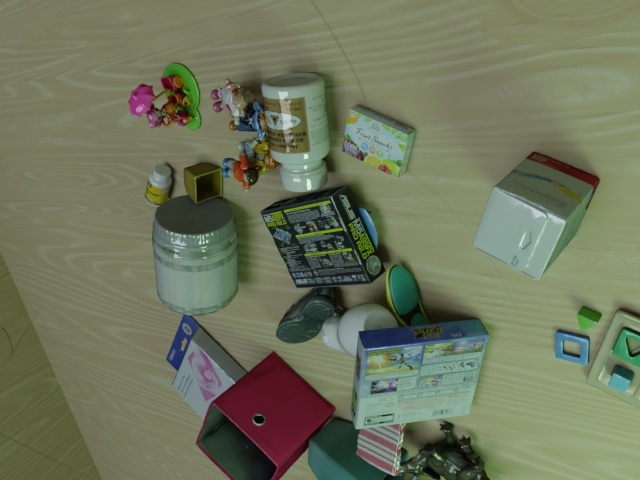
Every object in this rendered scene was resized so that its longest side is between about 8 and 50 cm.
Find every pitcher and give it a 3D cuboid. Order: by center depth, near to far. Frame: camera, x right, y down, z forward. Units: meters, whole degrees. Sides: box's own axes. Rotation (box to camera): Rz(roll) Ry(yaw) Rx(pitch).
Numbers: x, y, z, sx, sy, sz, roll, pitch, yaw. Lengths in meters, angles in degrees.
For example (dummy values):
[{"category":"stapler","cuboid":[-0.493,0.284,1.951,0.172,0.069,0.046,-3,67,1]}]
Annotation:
[{"category":"pitcher","cuboid":[0.116,0.218,1.455,0.178,0.125,0.207,20,161,-15]}]

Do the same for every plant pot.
[{"category":"plant pot","cuboid":[-0.313,-0.158,1.656,0.083,0.082,0.081,36,135,36]},{"category":"plant pot","cuboid":[0.085,0.607,1.723,0.234,0.165,0.165,29,131,31]}]

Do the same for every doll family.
[{"category":"doll family","cuboid":[-0.152,-0.243,1.447,0.163,0.118,0.262,23,126,53]}]

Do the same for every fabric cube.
[{"category":"fabric cube","cuboid":[-0.158,0.529,1.811,0.254,0.258,0.259,40,135,16]}]

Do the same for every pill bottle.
[{"category":"pill bottle","cuboid":[-0.046,-0.226,1.342,0.131,0.131,0.229,14,124,34]},{"category":"pill bottle","cuboid":[-0.452,-0.156,1.783,0.065,0.065,0.116,41,134,14]}]

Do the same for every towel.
[{"category":"towel","cuboid":[0.156,0.471,1.598,0.144,0.029,0.197,9,91,51]}]

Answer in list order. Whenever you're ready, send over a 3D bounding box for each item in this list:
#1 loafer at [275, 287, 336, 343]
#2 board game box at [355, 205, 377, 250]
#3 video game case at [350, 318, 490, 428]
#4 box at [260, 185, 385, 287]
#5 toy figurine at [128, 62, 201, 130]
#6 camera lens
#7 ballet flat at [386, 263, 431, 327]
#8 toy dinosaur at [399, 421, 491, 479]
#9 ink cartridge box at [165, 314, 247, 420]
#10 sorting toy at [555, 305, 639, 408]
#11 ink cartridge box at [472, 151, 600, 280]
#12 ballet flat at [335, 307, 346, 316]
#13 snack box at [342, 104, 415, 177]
[{"category":"loafer","cuboid":[-0.030,0.186,1.636,0.096,0.084,0.267,26,142,-15]},{"category":"board game box","cuboid":[0.070,-0.033,1.434,0.169,0.033,0.133,20,131,38]},{"category":"video game case","cuboid":[0.207,0.288,1.368,0.061,0.270,0.244,-109,18,-53]},{"category":"box","cuboid":[0.000,0.000,1.459,0.270,0.060,0.216,-9,110,50]},{"category":"toy figurine","cuboid":[-0.390,-0.329,1.555,0.130,0.159,0.173,2,117,40]},{"category":"camera lens","cuboid":[-0.328,0.044,1.686,0.219,0.219,0.274,25,129,27]},{"category":"ballet flat","cuboid":[0.191,0.160,1.421,0.077,0.077,0.231,-10,111,61]},{"category":"toy dinosaur","cuboid":[0.334,0.541,1.520,0.314,0.121,0.160,8,132,32]},{"category":"ink cartridge box","cuboid":[-0.391,0.444,2.097,0.330,0.071,0.324,41,135,12]},{"category":"sorting toy","cuboid":[0.590,0.239,1.140,0.348,0.047,0.196,25,129,27]},{"category":"ink cartridge box","cuboid":[0.361,-0.045,1.068,0.127,0.176,0.128,30,131,24]},{"category":"ballet flat","cuboid":[0.081,0.210,1.573,0.041,0.041,0.114,-29,95,46]},{"category":"snack box","cuboid":[0.115,-0.201,1.286,0.141,0.037,0.100,29,129,25]}]
